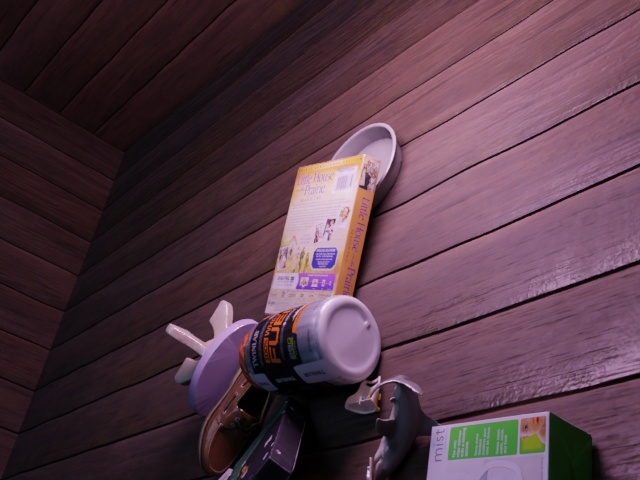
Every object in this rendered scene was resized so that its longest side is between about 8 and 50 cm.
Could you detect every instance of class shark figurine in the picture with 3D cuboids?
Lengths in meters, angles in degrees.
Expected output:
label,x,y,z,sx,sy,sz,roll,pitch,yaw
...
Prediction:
label,x,y,z,sx,sy,sz,roll,pitch,yaw
shark figurine,0.172,0.320,1.374,0.116,0.278,0.166,20,42,23

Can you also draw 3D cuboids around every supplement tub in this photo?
label,x,y,z,sx,sy,sz,roll,pitch,yaw
supplement tub,-0.034,0.245,1.681,0.316,0.194,0.193,-23,45,45

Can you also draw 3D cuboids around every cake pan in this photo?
label,x,y,z,sx,sy,sz,roll,pitch,yaw
cake pan,0.110,-0.178,2.004,0.293,0.054,0.293,-37,36,32

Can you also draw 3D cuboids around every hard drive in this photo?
label,x,y,z,sx,sy,sz,roll,pitch,yaw
hard drive,-0.129,0.488,1.578,0.237,0.064,0.339,-52,2,8

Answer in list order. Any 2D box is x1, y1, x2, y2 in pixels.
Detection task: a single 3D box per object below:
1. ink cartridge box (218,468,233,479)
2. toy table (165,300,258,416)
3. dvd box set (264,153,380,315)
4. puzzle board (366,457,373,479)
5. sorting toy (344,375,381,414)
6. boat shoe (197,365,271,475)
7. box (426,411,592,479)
label,x,y,z,sx,sy,sz,roll,pitch,yaw
ink cartridge box,-0.210,0.616,1.730,0.099,0.056,0.135,-50,31,15
toy table,-0.279,0.303,1.964,0.274,0.252,0.161,-50,45,-9
dvd box set,0.000,0.000,1.914,0.308,0.062,0.420,-4,70,55
puzzle board,0.091,0.481,1.386,0.011,0.096,0.128,1,55,6
sorting toy,0.101,0.321,1.566,0.083,0.045,0.075,-25,36,44
boat shoe,-0.204,0.434,1.836,0.104,0.111,0.307,-5,58,56
box,0.280,0.414,1.132,0.231,0.127,0.261,-21,47,44
